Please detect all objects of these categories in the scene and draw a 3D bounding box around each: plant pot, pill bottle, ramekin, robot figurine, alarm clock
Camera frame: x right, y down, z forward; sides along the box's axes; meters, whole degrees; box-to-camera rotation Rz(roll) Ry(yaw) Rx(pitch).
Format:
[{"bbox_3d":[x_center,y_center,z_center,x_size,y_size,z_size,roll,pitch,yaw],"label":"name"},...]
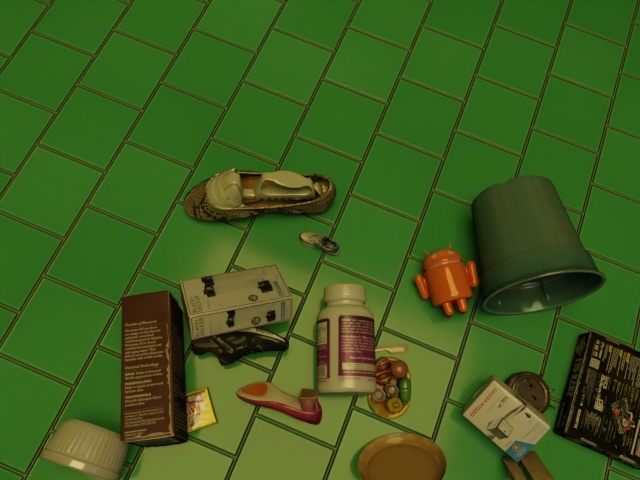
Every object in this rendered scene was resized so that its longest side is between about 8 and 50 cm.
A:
[{"bbox_3d":[0.218,0.605,1.463,0.237,0.236,0.032,-11,111,-8],"label":"plant pot"},{"bbox_3d":[0.072,0.283,1.566,0.170,0.169,0.301,2,71,-4],"label":"pill bottle"},{"bbox_3d":[0.614,0.010,1.634,0.342,0.341,0.333,-4,63,-6],"label":"plant pot"},{"bbox_3d":[-0.598,0.539,1.415,0.207,0.207,0.109,17,60,2],"label":"ramekin"},{"bbox_3d":[0.382,0.120,1.666,0.128,0.158,0.219,3,67,-40],"label":"robot figurine"},{"bbox_3d":[0.586,0.454,1.605,0.192,0.064,0.129,-10,72,-4],"label":"alarm clock"}]

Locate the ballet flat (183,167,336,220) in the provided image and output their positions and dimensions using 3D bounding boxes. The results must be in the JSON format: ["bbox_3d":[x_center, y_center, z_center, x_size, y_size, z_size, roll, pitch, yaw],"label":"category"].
[{"bbox_3d":[-0.188,-0.159,1.689,0.483,0.182,0.163,-2,72,-5],"label":"ballet flat"}]

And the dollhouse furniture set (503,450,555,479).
[{"bbox_3d":[0.549,0.694,1.536,0.144,0.123,0.151,0,106,-4],"label":"dollhouse furniture set"}]

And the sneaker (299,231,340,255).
[{"bbox_3d":[0.000,0.000,1.715,0.135,0.058,0.052,20,71,3],"label":"sneaker"}]

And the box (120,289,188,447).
[{"bbox_3d":[-0.446,0.346,1.475,0.143,0.191,0.381,-5,65,-5],"label":"box"}]

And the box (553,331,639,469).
[{"bbox_3d":[0.859,0.465,1.612,0.257,0.079,0.321,23,71,2],"label":"box"}]

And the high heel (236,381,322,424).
[{"bbox_3d":[-0.117,0.469,1.555,0.244,0.117,0.082,-2,27,8],"label":"high heel"}]

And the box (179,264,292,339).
[{"bbox_3d":[-0.240,0.170,1.557,0.290,0.087,0.169,-9,36,-17],"label":"box"}]

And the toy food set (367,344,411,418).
[{"bbox_3d":[0.205,0.403,1.586,0.128,0.071,0.217,4,71,-3],"label":"toy food set"}]

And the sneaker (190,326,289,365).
[{"bbox_3d":[-0.234,0.306,1.578,0.284,0.107,0.124,10,75,9],"label":"sneaker"}]

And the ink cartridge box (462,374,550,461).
[{"bbox_3d":[0.519,0.497,1.541,0.191,0.082,0.139,39,101,13],"label":"ink cartridge box"}]

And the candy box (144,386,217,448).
[{"bbox_3d":[-0.402,0.494,1.532,0.206,0.027,0.105,-18,75,-10],"label":"candy box"}]
